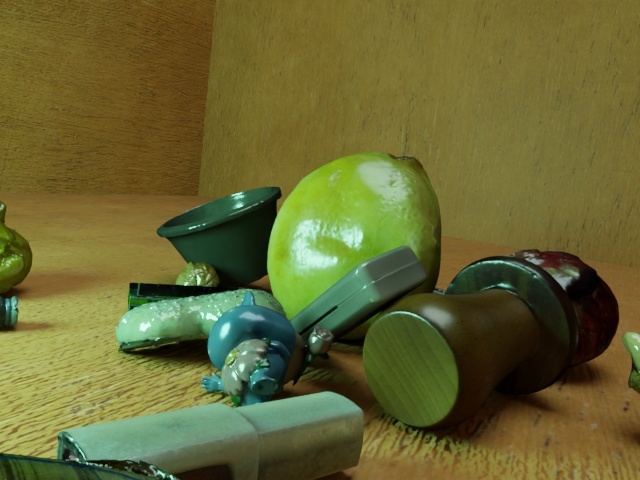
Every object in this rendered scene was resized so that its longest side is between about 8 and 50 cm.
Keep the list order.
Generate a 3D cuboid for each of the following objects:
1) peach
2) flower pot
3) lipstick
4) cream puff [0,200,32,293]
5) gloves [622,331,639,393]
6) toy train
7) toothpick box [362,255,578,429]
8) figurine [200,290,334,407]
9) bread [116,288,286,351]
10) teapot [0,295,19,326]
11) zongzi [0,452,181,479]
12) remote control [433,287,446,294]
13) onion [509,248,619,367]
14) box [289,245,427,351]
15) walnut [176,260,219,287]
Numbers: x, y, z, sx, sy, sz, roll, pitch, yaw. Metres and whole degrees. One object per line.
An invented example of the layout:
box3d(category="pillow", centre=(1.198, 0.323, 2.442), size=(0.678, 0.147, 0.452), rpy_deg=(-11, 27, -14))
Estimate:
box3d(category="peach", centre=(0.066, 0.014, 1.042), size=(0.314, 0.316, 0.281), rpy_deg=(2, -12, 30))
box3d(category="flower pot", centre=(-0.186, 0.002, 1.260), size=(0.268, 0.166, 0.269), rpy_deg=(-16, 16, 5))
box3d(category="lipstick", centre=(-0.077, 0.177, 0.497), size=(0.252, 0.079, 0.077), rpy_deg=(2, 7, -41))
box3d(category="cream puff", centre=(-0.605, 0.001, 1.022), size=(0.220, 0.195, 0.194), rpy_deg=(7, 7, -23))
box3d(category="gloves", centre=(0.506, 0.186, 0.654), size=(0.356, 0.156, 0.203), rpy_deg=(31, 28, 35))
box3d(category="toy train", centre=(-0.224, 0.107, 1.048), size=(0.209, 0.042, 0.044), rpy_deg=(5, 30, -21))
box3d(category="toothpick box", centre=(0.194, 0.124, 0.768), size=(0.192, 0.192, 0.294), rpy_deg=(13, 15, 43))
box3d(category="figurine", centre=(-0.058, 0.146, 0.705), size=(0.144, 0.114, 0.178), rpy_deg=(12, 17, -16))
box3d(category="bread", centre=(-0.165, 0.108, 0.857), size=(0.231, 0.064, 0.172), rpy_deg=(-7, -5, -5))
box3d(category="teapot", centre=(-0.471, 0.106, 0.850), size=(0.083, 0.064, 0.049), rpy_deg=(5, 38, -32))
box3d(category="zongzi", centre=(-0.225, 0.161, 0.349), size=(0.260, 0.123, 0.289), rpy_deg=(7, 2, -38))
box3d(category="remote control", centre=(0.180, 0.106, 1.404), size=(0.313, 0.055, 0.109), rpy_deg=(17, 2, 39))
box3d(category="onion", centre=(0.358, 0.108, 1.002), size=(0.246, 0.190, 0.246), rpy_deg=(-11, 11, 2))
box3d(category="box", centre=(0.030, 0.090, 0.792), size=(0.103, 0.055, 0.243), rpy_deg=(-20, -16, -39))
box3d(category="walnut", centre=(-0.230, 0.079, 1.132), size=(0.078, 0.083, 0.096), rpy_deg=(-23, 15, -8))
